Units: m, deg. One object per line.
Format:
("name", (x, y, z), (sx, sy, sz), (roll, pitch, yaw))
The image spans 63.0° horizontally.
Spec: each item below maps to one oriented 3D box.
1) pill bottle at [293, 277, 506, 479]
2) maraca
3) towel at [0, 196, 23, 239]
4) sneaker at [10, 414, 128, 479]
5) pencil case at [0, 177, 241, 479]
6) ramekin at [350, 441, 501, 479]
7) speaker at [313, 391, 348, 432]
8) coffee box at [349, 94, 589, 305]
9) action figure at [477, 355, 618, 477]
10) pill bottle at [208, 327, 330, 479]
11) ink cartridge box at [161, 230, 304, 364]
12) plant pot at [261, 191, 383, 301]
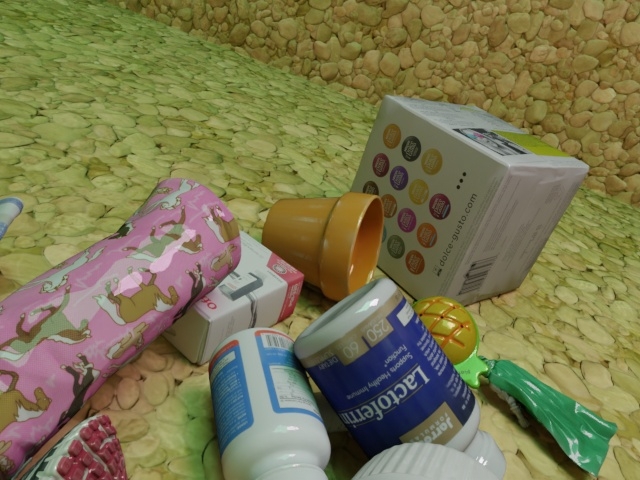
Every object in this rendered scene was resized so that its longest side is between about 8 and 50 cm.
("pill bottle", (0.098, 0.192, 0.643), (0.265, 0.153, 0.153), (54, 33, 1))
("maraca", (0.212, 0.173, 0.894), (0.127, 0.099, 0.186), (-15, 49, 1))
("towel", (-0.498, 0.045, 0.635), (0.209, 0.034, 0.285), (-17, 34, -1))
("sneaker", (-0.260, 0.258, 0.433), (0.111, 0.121, 0.299), (-8, 18, 11))
("pencil case", (-0.258, 0.078, 0.594), (0.160, 0.167, 0.386), (38, 47, 4))
("ramekin", (0.103, 0.299, 0.500), (0.207, 0.207, 0.109), (29, 20, 17))
("speaker", (0.034, 0.234, 0.717), (0.136, 0.055, 0.055), (4, 32, -26))
("coffee box", (0.300, -0.093, 1.160), (0.338, 0.338, 0.334), (-8, 38, -40))
("action figure", (0.352, 0.266, 0.854), (0.232, 0.064, 0.137), (38, 35, 22))
("pill bottle", (-0.060, 0.219, 0.612), (0.124, 0.124, 0.222), (7, 31, -22))
("ink cartridge box", (-0.156, 0.080, 0.828), (0.158, 0.092, 0.217), (33, 33, 24))
("plant pot", (0.000, 0.000, 0.979), (0.187, 0.205, 0.205), (13, 25, 19))
